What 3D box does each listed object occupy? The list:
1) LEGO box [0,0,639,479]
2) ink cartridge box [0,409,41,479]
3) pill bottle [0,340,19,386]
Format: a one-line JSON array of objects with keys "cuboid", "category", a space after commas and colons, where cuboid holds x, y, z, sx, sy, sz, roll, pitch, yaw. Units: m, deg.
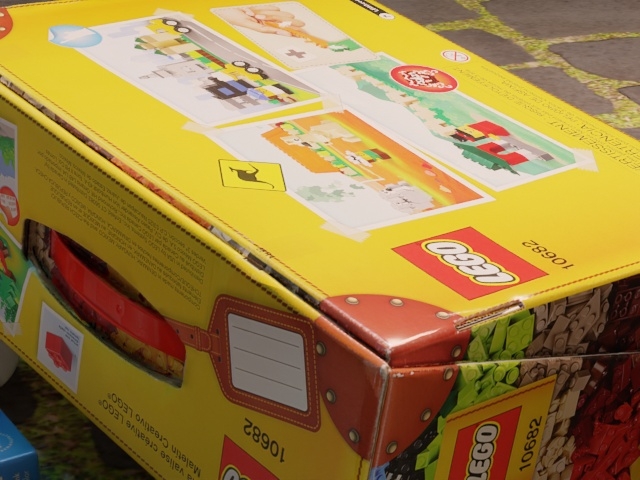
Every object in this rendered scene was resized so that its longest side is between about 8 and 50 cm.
[{"cuboid": [0.000, 0.000, 1.207, 0.372, 0.193, 0.500, -15, 36, -38], "category": "LEGO box"}, {"cuboid": [-0.302, 0.165, 1.089, 0.231, 0.078, 0.134, -12, 23, -26], "category": "ink cartridge box"}, {"cuboid": [-0.288, 0.050, 1.358, 0.112, 0.112, 0.187, -8, 21, -17], "category": "pill bottle"}]
